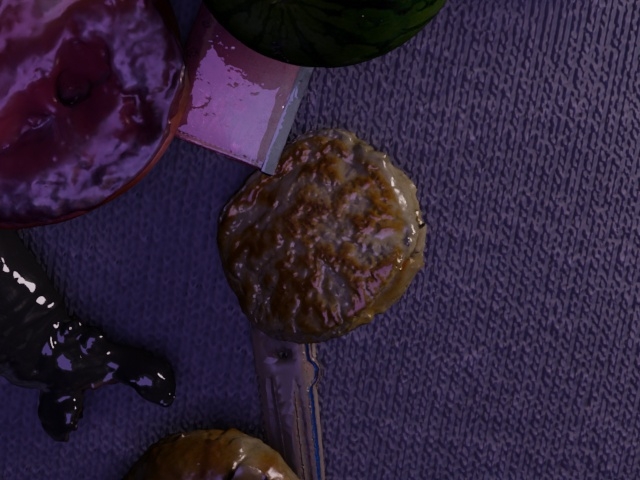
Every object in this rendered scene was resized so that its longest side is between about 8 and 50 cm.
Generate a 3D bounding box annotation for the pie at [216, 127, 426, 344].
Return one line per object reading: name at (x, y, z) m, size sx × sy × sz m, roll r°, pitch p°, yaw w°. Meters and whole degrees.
pie at (0.000, 0.000, 1.208) m, size 0.205 × 0.084 × 0.179 m, roll -45°, pitch 74°, yaw 6°

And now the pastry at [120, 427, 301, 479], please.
pastry at (-0.115, 0.290, 1.252) m, size 0.229 × 0.100 × 0.218 m, roll 5°, pitch 107°, yaw 8°

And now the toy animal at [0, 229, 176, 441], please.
toy animal at (-0.302, 0.076, 1.213) m, size 0.168 × 0.106 × 0.343 m, roll -43°, pitch 107°, yaw 0°

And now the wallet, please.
wallet at (-0.059, -0.189, 1.176) m, size 0.119 × 0.025 × 0.232 m, roll 21°, pitch 89°, yaw -8°

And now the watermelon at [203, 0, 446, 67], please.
watermelon at (0.004, -0.263, 1.048) m, size 0.242 × 0.242 × 0.242 m, roll 0°, pitch 103°, yaw -2°

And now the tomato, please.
tomato at (-0.268, -0.181, 1.116) m, size 0.289 × 0.176 × 0.335 m, roll -25°, pitch 96°, yaw 2°

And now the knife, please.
knife at (-0.015, 0.234, 1.289) m, size 0.089 × 0.043 × 0.365 m, roll -8°, pitch 101°, yaw 0°
